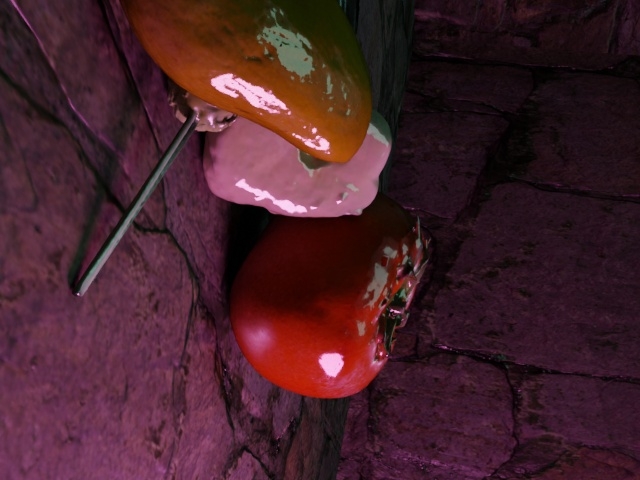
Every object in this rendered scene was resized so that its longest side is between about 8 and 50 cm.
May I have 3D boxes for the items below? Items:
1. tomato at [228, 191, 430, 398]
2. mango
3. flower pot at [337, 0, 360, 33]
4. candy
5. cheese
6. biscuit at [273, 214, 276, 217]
[{"bbox_3d":[0.007,0.070,1.179,0.341,0.272,0.341,18,90,-73],"label":"tomato"},{"bbox_3d":[-0.060,-0.216,0.754,0.331,0.142,0.195,26,68,-45],"label":"mango"},{"bbox_3d":[-0.017,-0.386,1.140,0.235,0.140,0.235,8,90,-82],"label":"flower pot"},{"bbox_3d":[-0.165,-0.078,0.771,0.092,0.093,0.335,46,51,-31],"label":"candy"},{"bbox_3d":[-0.073,-0.138,1.033,0.248,0.251,0.174,1,113,-44],"label":"cheese"},{"bbox_3d":[-0.055,-0.068,1.412,0.147,0.046,0.250,-67,162,-53],"label":"biscuit"}]
